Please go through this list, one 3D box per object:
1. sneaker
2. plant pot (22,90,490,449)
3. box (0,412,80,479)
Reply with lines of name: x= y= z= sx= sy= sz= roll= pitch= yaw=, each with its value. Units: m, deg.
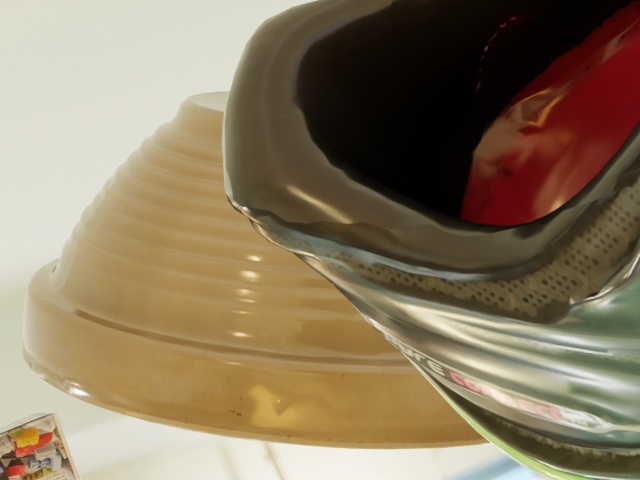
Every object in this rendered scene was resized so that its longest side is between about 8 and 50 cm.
sneaker: x=0.157 y=-0.079 z=0.368 sx=0.202 sy=0.185 sz=0.483 roll=26 pitch=-44 yaw=-31
plant pot: x=0.000 y=0.000 z=0.759 sx=0.237 sy=0.110 sz=0.237 roll=5 pitch=11 yaw=-1
box: x=-0.225 y=0.184 z=1.025 sx=0.207 sy=0.114 sz=0.036 roll=-21 pitch=3 yaw=-25
